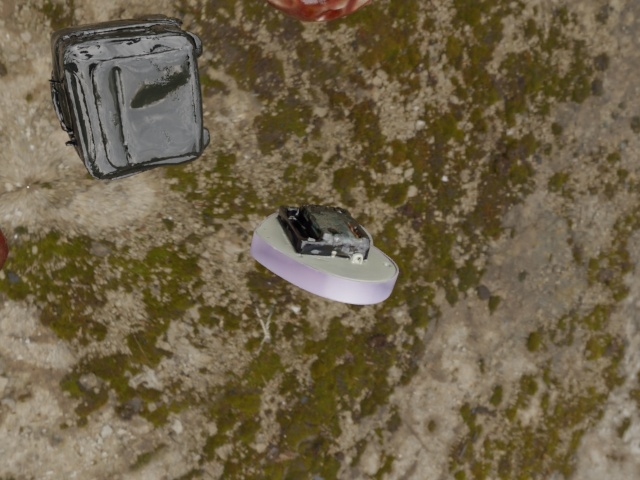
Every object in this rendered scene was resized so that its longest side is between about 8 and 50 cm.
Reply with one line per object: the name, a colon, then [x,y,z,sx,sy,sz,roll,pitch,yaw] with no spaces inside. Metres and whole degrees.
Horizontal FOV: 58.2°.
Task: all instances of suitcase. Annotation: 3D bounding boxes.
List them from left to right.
suitcase: [-0.442,-0.330,1.340,0.339,0.188,0.345,-17,135,-25]

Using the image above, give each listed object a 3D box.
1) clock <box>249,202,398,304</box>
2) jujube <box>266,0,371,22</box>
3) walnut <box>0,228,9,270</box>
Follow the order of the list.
clock: [0.000,0.000,0.709,0.172,0.198,0.064,8,114,-23]
jujube: [-0.010,-0.304,0.497,0.155,0.155,0.230,8,61,-27]
walnut: [-0.656,0.027,0.902,0.222,0.244,0.269,32,60,7]
